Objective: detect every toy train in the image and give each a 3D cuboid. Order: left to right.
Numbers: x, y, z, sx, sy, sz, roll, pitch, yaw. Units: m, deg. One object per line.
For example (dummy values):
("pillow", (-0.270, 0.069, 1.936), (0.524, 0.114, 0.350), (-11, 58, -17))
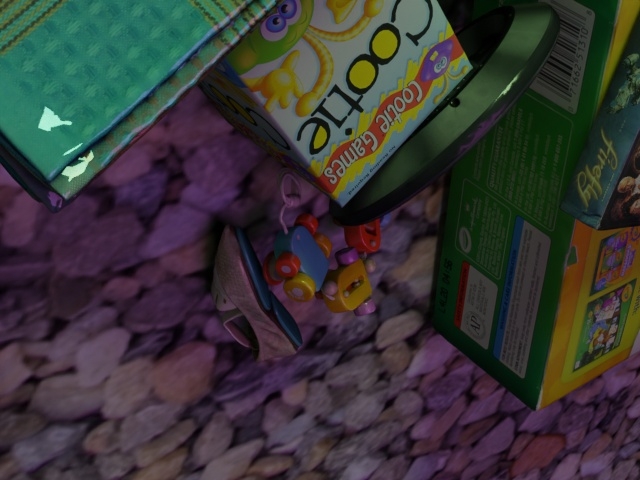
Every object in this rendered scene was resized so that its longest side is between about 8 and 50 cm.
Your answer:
("toy train", (0.000, 0.000, 1.103), (0.166, 0.046, 0.125), (13, 69, -56))

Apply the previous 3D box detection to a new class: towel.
("towel", (-0.097, -0.236, 0.691), (0.370, 0.271, 0.040), (-44, -173, -6))

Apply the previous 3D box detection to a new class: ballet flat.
("ballet flat", (-0.062, 0.052, 1.102), (0.052, 0.057, 0.168), (-20, 138, 6))

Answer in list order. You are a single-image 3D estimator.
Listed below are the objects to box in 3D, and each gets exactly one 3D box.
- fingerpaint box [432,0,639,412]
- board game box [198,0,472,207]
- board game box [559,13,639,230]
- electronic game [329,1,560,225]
("fingerpaint box", (0.306, -0.114, 1.254), (0.371, 0.163, 0.444), (-24, 136, -30))
("board game box", (-0.035, -0.170, 0.868), (0.144, 0.142, 0.275), (-47, 143, -5))
("board game box", (0.296, -0.126, 1.064), (0.165, 0.042, 0.243), (-6, 125, -42))
("electronic game", (0.092, -0.098, 1.027), (0.048, 0.229, 0.229), (45, 84, -14))
